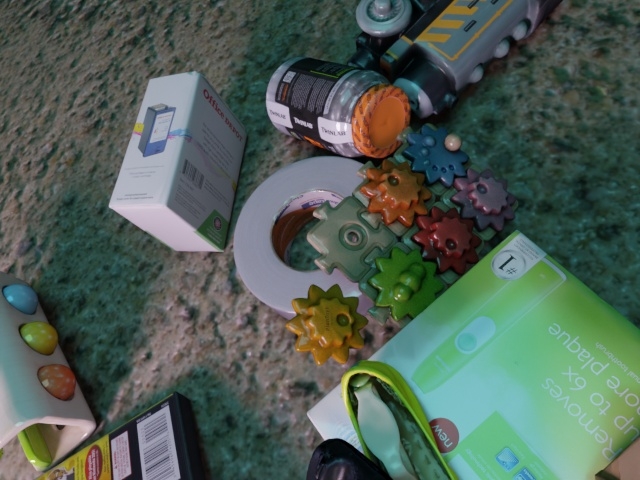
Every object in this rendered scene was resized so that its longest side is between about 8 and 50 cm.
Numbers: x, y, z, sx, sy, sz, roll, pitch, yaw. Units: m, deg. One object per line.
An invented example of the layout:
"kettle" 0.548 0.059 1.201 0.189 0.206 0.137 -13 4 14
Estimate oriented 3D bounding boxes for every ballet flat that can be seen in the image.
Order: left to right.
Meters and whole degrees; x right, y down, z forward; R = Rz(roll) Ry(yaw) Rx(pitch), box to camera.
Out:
"ballet flat" 0.076 0.199 0.391 0.077 0.077 0.230 -29 62 4

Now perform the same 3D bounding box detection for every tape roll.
"tape roll" 0.000 0.000 0.650 0.219 0.072 0.219 -8 63 15

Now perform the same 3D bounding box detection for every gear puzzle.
"gear puzzle" 0.085 -0.004 0.554 0.175 0.044 0.339 44 66 6

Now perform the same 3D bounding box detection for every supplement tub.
"supplement tub" 0.022 -0.182 0.680 0.190 0.117 0.117 31 78 42

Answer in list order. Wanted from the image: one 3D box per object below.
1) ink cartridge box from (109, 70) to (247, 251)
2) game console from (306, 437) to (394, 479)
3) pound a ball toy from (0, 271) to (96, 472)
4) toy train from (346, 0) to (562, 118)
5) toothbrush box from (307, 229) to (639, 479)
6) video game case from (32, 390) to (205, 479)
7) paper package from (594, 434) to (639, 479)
"ink cartridge box" -0.192 -0.108 0.715 0.093 0.154 0.212 0 67 20
"game console" 0.017 0.343 0.384 0.213 0.044 0.360 17 102 43
"pound a ball toy" -0.419 0.164 0.633 0.136 0.208 0.319 -42 60 -4
"toy train" 0.196 -0.323 0.705 0.334 0.142 0.190 -46 70 -5
"toothbrush box" 0.167 0.165 0.490 0.283 0.122 0.206 -41 61 -1
"video game case" -0.233 0.346 0.548 0.248 0.035 0.274 -32 45 2
"paper package" 0.330 0.247 0.212 0.325 0.168 0.309 20 39 9
